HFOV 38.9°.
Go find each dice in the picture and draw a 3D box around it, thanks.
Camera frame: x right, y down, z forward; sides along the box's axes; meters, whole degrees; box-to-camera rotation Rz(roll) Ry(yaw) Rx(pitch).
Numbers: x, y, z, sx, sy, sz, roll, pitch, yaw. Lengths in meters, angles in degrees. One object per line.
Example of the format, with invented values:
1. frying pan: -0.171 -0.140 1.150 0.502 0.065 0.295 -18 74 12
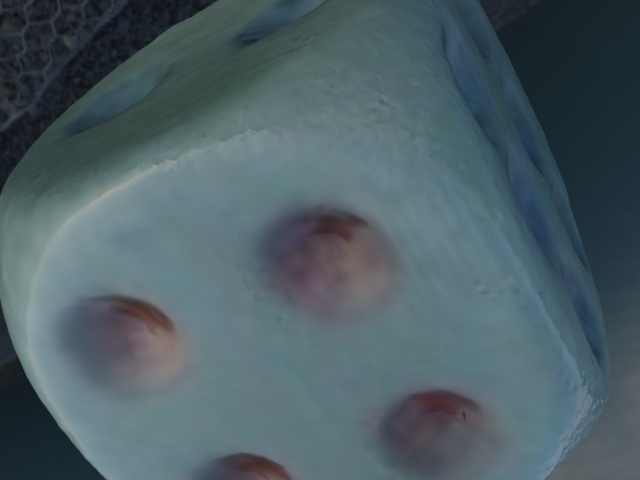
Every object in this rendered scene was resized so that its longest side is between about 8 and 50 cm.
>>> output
1. dice: 0.000 0.000 0.532 0.263 0.264 0.268 -23 115 22
